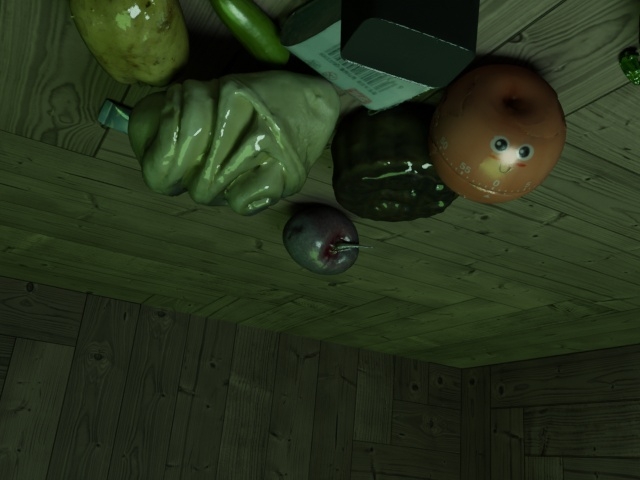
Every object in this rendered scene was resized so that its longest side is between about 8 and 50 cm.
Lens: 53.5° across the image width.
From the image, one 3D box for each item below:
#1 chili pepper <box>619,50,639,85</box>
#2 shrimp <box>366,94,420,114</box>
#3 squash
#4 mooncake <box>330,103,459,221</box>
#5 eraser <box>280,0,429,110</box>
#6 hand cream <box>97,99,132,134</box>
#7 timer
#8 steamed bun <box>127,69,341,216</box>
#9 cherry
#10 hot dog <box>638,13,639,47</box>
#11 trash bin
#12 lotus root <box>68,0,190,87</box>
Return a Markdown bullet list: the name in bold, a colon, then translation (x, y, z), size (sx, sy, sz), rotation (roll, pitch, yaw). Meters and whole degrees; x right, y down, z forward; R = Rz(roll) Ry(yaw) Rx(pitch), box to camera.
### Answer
- **chili pepper**: translation (0.524, -0.292, 1.066), size (0.030, 0.034, 0.091), rotation (-41, 140, 17)
- **shrimp**: translation (0.152, -0.265, 1.163), size (0.161, 0.091, 0.034), rotation (-22, 111, 38)
- **squash**: translation (-0.115, -0.347, 1.025), size (0.066, 0.066, 0.201), rotation (-7, 152, 30)
- **mooncake**: translation (0.162, -0.153, 1.335), size (0.290, 0.161, 0.290), rotation (3, 159, 1)
- **eraser**: translation (0.073, -0.311, 1.047), size (0.174, 0.081, 0.227), rotation (-17, 150, 38)
- **hand cream**: translation (-0.360, -0.239, 1.410), size (0.256, 0.055, 0.088), rotation (22, 151, -22)
- **timer**: translation (0.306, -0.184, 1.116), size (0.229, 0.230, 0.215), rotation (7, 146, -4)
- **steamed bun**: translation (-0.154, -0.166, 1.153), size (0.339, 0.247, 0.352), rotation (-1, -168, 44)
- **cherry**: translation (0.000, 0.000, 1.753), size (0.213, 0.184, 0.266), rotation (38, 158, -32)
- **hot dog**: translation (0.591, -0.279, 0.863), size (0.267, 0.174, 0.387), rotation (-7, 157, 36)
- **trash bin**: translation (0.112, -0.323, 0.795), size (0.165, 0.226, 0.115), rotation (13, 160, -19)
- **lotus root**: translation (-0.291, -0.338, 0.979), size (0.160, 0.146, 0.284), rotation (-14, 157, -6)
